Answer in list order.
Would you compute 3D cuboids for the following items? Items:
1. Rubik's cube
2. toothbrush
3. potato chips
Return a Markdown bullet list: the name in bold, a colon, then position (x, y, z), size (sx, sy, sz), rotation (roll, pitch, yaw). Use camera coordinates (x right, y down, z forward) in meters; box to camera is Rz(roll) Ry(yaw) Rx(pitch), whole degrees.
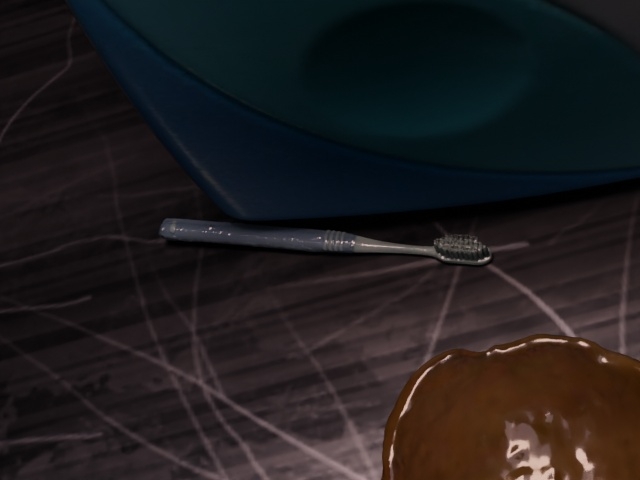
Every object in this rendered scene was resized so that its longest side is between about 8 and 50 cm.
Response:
- **Rubik's cube**: position (0.048, -0.240, 0.911), size (0.347, 0.351, 0.352), rotation (-8, 63, 13)
- **toothbrush**: position (0.000, 0.000, 0.986), size (0.219, 0.019, 0.016), rotation (4, 69, 18)
- **potato chips**: position (0.124, 0.148, 0.845), size (0.208, 0.062, 0.195), rotation (28, 68, 29)
